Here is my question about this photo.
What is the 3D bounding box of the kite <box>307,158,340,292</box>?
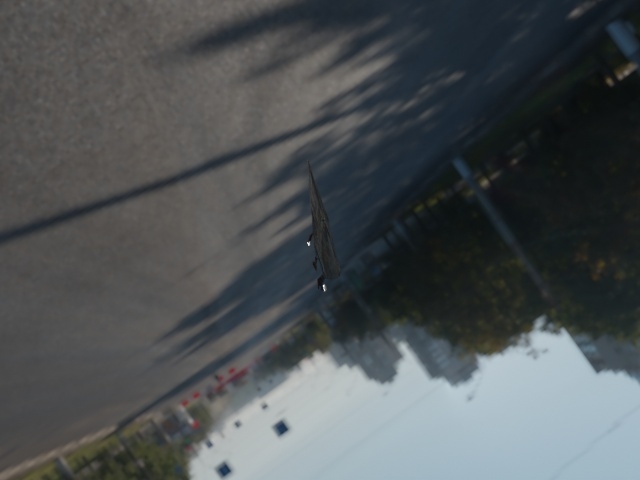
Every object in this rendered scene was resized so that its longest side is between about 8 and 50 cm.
[{"bbox_3d":[-0.002,0.000,1.348,0.015,0.141,0.245,-11,164,-5],"label":"kite"}]
